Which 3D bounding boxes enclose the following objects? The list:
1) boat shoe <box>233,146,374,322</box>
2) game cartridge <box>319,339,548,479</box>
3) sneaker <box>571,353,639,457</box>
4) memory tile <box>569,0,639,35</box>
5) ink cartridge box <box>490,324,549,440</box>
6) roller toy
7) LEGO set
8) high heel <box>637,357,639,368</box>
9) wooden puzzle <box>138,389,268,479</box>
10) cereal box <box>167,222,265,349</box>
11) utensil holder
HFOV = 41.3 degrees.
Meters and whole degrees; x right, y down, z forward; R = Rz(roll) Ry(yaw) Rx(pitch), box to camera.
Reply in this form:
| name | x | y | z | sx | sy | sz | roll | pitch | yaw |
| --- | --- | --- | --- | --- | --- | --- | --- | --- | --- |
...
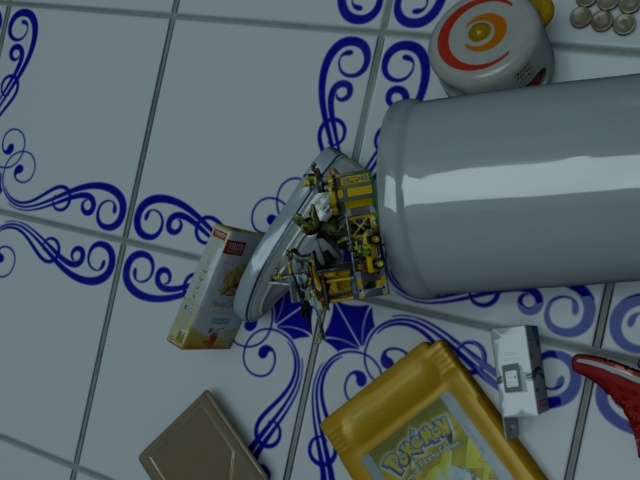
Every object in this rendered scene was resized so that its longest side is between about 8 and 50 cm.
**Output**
| name | x | y | z | sx | sy | sz | roll | pitch | yaw |
| --- | --- | --- | --- | --- | --- | --- | --- | --- | --- |
| boat shoe | -0.013 | 0.019 | 1.579 | 0.156 | 0.136 | 0.367 | 33 | 92 | 15 |
| game cartridge | 0.188 | 0.371 | 1.470 | 0.285 | 0.053 | 0.323 | -42 | 70 | 16 |
| sneaker | 0.483 | 0.266 | 1.320 | 0.221 | 0.087 | 0.128 | 21 | 92 | 28 |
| memory tile | 0.491 | -0.424 | 1.436 | 0.113 | 0.012 | 0.148 | 17 | 92 | 27 |
| ink cartridge box | 0.329 | 0.230 | 1.388 | 0.060 | 0.104 | 0.180 | -10 | 80 | 24 |
| roller toy | 0.287 | -0.314 | 1.425 | 0.209 | 0.146 | 0.191 | -3 | 65 | 27 |
| LEGO set | 0.000 | 0.000 | 1.371 | 0.192 | 0.331 | 0.255 | -9 | 102 | 3 |
| high heel | 0.580 | 0.030 | 1.270 | 0.181 | 0.127 | 0.377 | 3 | 89 | 16 |
| wooden puzzle | -0.230 | 0.448 | 1.675 | 0.238 | 0.044 | 0.221 | -47 | 67 | 19 |
| cereal box | -0.185 | 0.092 | 1.617 | 0.047 | 0.173 | 0.240 | 27 | 97 | 26 |
| utensil holder | 0.320 | -0.077 | 1.309 | 0.385 | 0.327 | 0.327 | -4 | 82 | 24 |
